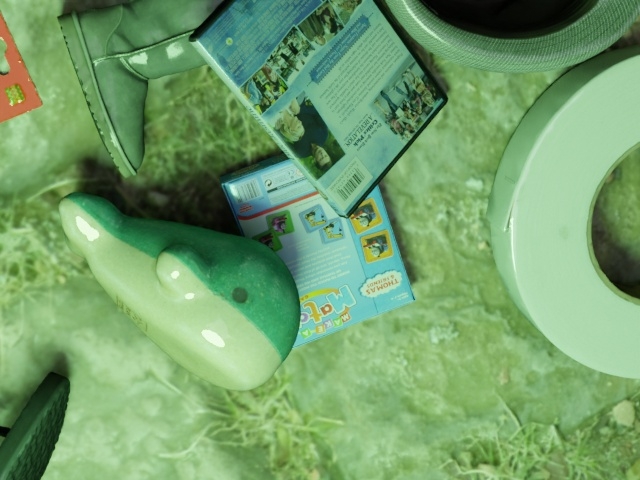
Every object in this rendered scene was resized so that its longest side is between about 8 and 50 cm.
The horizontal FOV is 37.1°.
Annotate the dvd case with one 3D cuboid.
[{"bbox_3d":[0.008,-0.170,0.960,0.180,0.022,0.253,-50,120,-14],"label":"dvd case"}]

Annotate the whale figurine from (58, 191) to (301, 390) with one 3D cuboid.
[{"bbox_3d":[-0.138,0.032,0.976,0.272,0.216,0.141,37,70,4],"label":"whale figurine"}]

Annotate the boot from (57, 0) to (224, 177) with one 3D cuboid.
[{"bbox_3d":[-0.137,-0.178,0.957,0.208,0.076,0.190,-20,114,-11],"label":"boot"}]

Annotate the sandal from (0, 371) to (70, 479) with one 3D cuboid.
[{"bbox_3d":[-0.407,0.327,1.033,0.107,0.167,0.446,30,101,-1],"label":"sandal"}]

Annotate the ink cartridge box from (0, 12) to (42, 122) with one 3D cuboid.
[{"bbox_3d":[-0.374,-0.155,0.907,0.179,0.045,0.145,-25,112,-14],"label":"ink cartridge box"}]

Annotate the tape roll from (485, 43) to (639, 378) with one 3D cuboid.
[{"bbox_3d":[0.385,-0.031,1.094,0.392,0.072,0.392,-3,106,-10],"label":"tape roll"}]

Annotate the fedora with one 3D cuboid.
[{"bbox_3d":[0.181,-0.294,0.943,0.275,0.124,0.244,1,107,-3],"label":"fedora"}]

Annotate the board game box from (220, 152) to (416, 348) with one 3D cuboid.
[{"bbox_3d":[0.000,0.000,1.057,0.160,0.039,0.211,-21,111,-3],"label":"board game box"}]
